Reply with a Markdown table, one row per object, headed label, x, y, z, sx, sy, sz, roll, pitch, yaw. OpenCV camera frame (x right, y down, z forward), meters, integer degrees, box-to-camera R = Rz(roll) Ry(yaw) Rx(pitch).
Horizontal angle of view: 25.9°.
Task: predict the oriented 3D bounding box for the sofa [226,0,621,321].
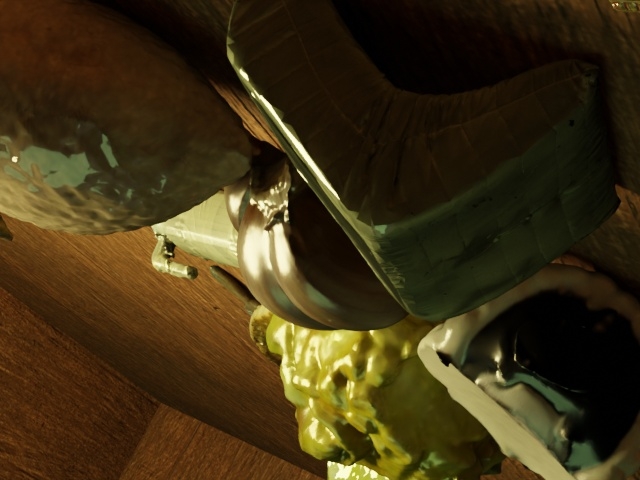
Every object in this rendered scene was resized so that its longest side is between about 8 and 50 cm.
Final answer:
| label | x | y | z | sx | sy | sz | roll | pitch | yaw |
| --- | --- | --- | --- | --- | --- | --- | --- | --- | --- |
| sofa | 0.069 | -0.085 | 0.951 | 0.225 | 0.176 | 0.210 | 54 | 179 | 29 |

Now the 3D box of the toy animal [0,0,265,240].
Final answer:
| label | x | y | z | sx | sy | sz | roll | pitch | yaw |
| --- | --- | --- | --- | --- | --- | --- | --- | --- | --- |
| toy animal | -0.219 | -0.106 | 1.195 | 0.358 | 0.188 | 0.226 | 18 | 156 | 10 |

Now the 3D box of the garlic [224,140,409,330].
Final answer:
| label | x | y | z | sx | sy | sz | roll | pitch | yaw |
| --- | --- | --- | --- | --- | --- | --- | --- | --- | --- |
| garlic | 0.000 | 0.000 | 1.201 | 0.191 | 0.160 | 0.214 | 34 | 159 | -26 |

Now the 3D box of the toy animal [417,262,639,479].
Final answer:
| label | x | y | z | sx | sy | sz | roll | pitch | yaw |
| --- | --- | --- | --- | --- | --- | --- | --- | --- | --- |
| toy animal | 0.209 | 0.114 | 1.230 | 0.208 | 0.156 | 0.204 | 44 | 171 | 8 |

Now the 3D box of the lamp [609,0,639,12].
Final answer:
| label | x | y | z | sx | sy | sz | roll | pitch | yaw |
| --- | --- | --- | --- | --- | --- | --- | --- | --- | --- |
| lamp | 0.185 | -0.122 | 0.697 | 0.063 | 0.031 | 0.083 | 30 | 162 | -9 |

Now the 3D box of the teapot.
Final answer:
| label | x | y | z | sx | sy | sz | roll | pitch | yaw |
| --- | --- | --- | --- | --- | --- | --- | --- | --- | --- |
| teapot | -0.112 | 0.000 | 1.537 | 0.200 | 0.107 | 0.077 | 13 | 162 | 48 |

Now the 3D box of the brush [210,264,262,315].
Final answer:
| label | x | y | z | sx | sy | sz | roll | pitch | yaw |
| --- | --- | --- | --- | --- | --- | --- | --- | --- | --- |
| brush | -0.101 | 0.087 | 1.999 | 0.070 | 0.021 | 0.196 | 13 | 159 | 42 |

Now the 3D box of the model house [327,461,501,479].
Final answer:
| label | x | y | z | sx | sy | sz | roll | pitch | yaw |
| --- | --- | --- | --- | --- | --- | --- | --- | --- | --- |
| model house | 0.140 | 0.210 | 1.644 | 0.170 | 0.194 | 0.211 | 19 | 161 | -36 |

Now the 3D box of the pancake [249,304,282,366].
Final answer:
| label | x | y | z | sx | sy | sz | roll | pitch | yaw |
| --- | --- | --- | --- | --- | --- | --- | --- | --- | --- |
| pancake | 0.059 | 0.178 | 1.928 | 0.356 | 0.065 | 0.356 | 26 | 167 | 7 |

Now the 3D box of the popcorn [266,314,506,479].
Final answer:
| label | x | y | z | sx | sy | sz | roll | pitch | yaw |
| --- | --- | --- | --- | --- | --- | --- | --- | --- | --- |
| popcorn | 0.080 | 0.156 | 1.456 | 0.250 | 0.235 | 0.242 | 61 | 175 | -22 |
